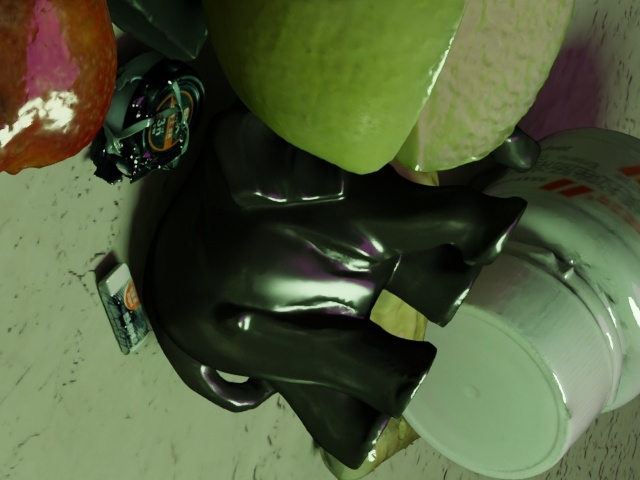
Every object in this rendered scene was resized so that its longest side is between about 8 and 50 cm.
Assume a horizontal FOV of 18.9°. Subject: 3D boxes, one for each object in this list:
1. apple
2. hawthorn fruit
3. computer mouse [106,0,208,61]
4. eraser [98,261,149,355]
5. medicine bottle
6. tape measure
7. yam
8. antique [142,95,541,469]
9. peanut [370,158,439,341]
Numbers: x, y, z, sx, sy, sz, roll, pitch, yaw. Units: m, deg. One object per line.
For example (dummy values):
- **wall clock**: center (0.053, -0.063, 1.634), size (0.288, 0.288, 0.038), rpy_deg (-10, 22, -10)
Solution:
- **apple**: center (0.036, -0.192, 1.341), size (0.295, 0.233, 0.258), rpy_deg (-22, 133, -63)
- **hawthorn fruit**: center (-0.213, -0.125, 1.184), size (0.173, 0.173, 0.179), rpy_deg (-44, 115, -35)
- **computer mouse**: center (-0.127, -0.234, 1.326), size (0.295, 0.087, 0.168), rpy_deg (49, 57, -73)
- **eraser**: center (-0.156, 0.055, 1.535), size (0.027, 0.019, 0.099), rpy_deg (-48, 145, -30)
- **medicine bottle**: center (0.229, 0.061, 1.922), size (0.325, 0.256, 0.256), rpy_deg (-41, 142, -41)
- **tape measure**: center (-0.127, -0.093, 1.447), size (0.091, 0.054, 0.094), rpy_deg (-20, 132, -55)
- **yam**: center (0.118, 0.159, 1.999), size (0.356, 0.081, 0.081), rpy_deg (-24, 129, -52)
- **antique**: center (0.000, 0.000, 1.523), size (0.322, 0.255, 0.185), rpy_deg (-57, 177, 9)
- **peanut**: center (0.040, 0.023, 1.716), size (0.149, 0.149, 0.313), rpy_deg (-39, 145, -40)
